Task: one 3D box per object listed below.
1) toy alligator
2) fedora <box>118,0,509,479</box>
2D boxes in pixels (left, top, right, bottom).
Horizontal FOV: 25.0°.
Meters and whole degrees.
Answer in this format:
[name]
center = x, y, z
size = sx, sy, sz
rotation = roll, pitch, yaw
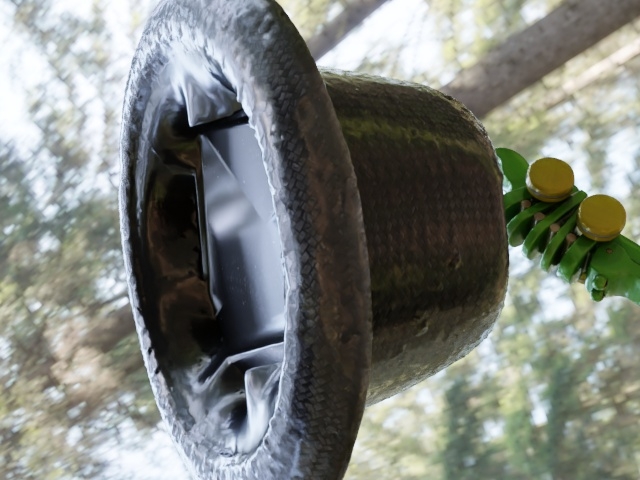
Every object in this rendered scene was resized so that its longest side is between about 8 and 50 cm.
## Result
[toy alligator]
center = 0.160, 0.010, 0.852
size = 0.051, 0.056, 0.189
rotation = -37, -118, -25
[fedora]
center = 0.000, 0.000, 0.790
size = 0.152, 0.334, 0.334
rotation = -6, -106, -22
